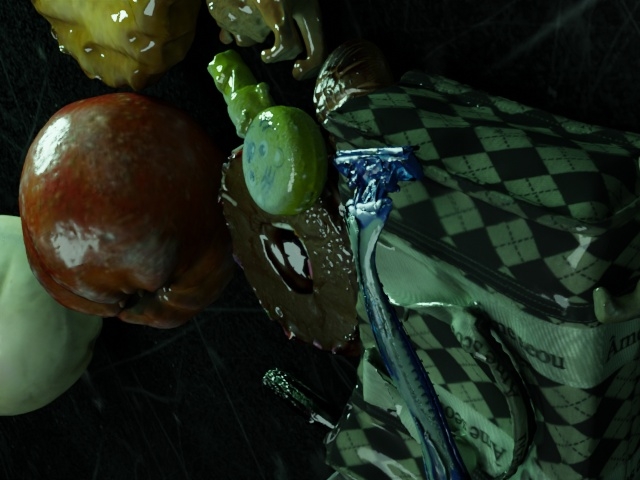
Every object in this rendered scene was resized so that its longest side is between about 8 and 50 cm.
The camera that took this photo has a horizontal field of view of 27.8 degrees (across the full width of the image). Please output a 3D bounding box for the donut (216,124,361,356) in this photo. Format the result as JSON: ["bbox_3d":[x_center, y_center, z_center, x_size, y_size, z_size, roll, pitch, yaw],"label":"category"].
[{"bbox_3d":[0.000,0.000,1.363,0.269,0.103,0.270,37,141,37],"label":"donut"}]

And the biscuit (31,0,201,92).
[{"bbox_3d":[-0.242,-0.330,1.442,0.325,0.107,0.326,33,140,33],"label":"biscuit"}]

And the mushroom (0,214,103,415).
[{"bbox_3d":[-0.522,0.104,2.035,0.356,0.315,0.315,30,138,36],"label":"mushroom"}]

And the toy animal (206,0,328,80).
[{"bbox_3d":[-0.032,-0.258,1.207,0.157,0.097,0.312,59,148,15],"label":"toy animal"}]

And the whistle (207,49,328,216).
[{"bbox_3d":[-0.051,-0.109,1.254,0.198,0.057,0.104,60,139,33],"label":"whistle"}]

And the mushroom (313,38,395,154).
[{"bbox_3d":[0.035,-0.128,1.216,0.109,0.085,0.126,63,177,-28],"label":"mushroom"}]

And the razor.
[{"bbox_3d":[0.069,0.085,1.029,0.093,0.056,0.324,4,112,55],"label":"razor"}]

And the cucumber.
[{"bbox_3d":[-0.009,0.212,1.615,0.163,0.039,0.043,34,166,38],"label":"cucumber"}]

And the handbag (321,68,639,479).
[{"bbox_3d":[0.135,0.088,1.130,0.316,0.180,0.416,22,129,35],"label":"handbag"}]

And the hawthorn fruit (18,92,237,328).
[{"bbox_3d":[-0.214,-0.033,1.492,0.284,0.284,0.284,36,142,35],"label":"hawthorn fruit"}]

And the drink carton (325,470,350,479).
[{"bbox_3d":[0.042,0.353,1.590,0.134,0.102,0.222,47,149,7],"label":"drink carton"}]

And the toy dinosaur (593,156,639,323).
[{"bbox_3d":[0.284,-0.027,0.860,0.294,0.162,0.077,96,154,-48],"label":"toy dinosaur"}]
